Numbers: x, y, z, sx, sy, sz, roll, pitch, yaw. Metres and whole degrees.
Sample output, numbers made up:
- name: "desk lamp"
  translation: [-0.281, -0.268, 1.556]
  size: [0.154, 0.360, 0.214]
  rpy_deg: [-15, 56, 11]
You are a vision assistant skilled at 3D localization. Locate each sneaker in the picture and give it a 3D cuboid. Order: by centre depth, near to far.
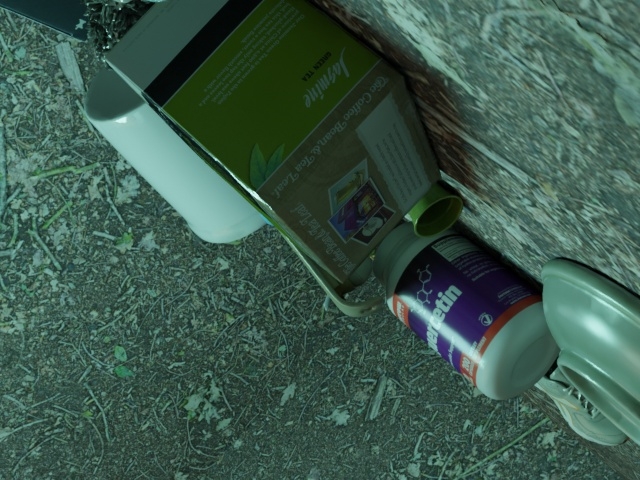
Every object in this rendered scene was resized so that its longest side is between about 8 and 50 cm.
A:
- name: "sneaker"
  translation: [0.480, 0.285, 1.841]
  size: [0.262, 0.099, 0.121]
  rpy_deg: [41, 172, 26]

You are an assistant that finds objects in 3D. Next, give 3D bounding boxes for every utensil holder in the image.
- name: "utensil holder"
  translation: [-0.257, -0.235, 2.049]
  size: [0.385, 0.327, 0.327]
  rpy_deg: [48, 175, -38]

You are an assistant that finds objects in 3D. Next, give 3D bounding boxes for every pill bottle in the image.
- name: "pill bottle"
  translation: [0.234, 0.103, 1.598]
  size: [0.323, 0.181, 0.181]
  rpy_deg: [40, 176, 37]

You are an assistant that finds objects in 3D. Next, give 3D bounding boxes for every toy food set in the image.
- name: "toy food set"
  translation: [0.000, 0.000, 1.670]
  size: [0.306, 0.092, 0.220]
  rpy_deg: [52, 178, 9]

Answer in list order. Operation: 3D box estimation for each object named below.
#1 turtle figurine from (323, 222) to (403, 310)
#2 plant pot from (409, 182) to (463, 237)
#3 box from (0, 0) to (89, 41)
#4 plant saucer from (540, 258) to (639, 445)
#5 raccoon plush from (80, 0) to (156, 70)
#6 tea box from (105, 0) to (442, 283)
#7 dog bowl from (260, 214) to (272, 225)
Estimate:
- name: "turtle figurine"
  translation: [0.053, -0.001, 2.095]
  size: [0.198, 0.274, 0.266]
  rpy_deg: [-17, -100, -57]
- name: "plant pot"
  translation: [0.155, -0.060, 1.433]
  size: [0.079, 0.083, 0.083]
  rpy_deg: [55, -175, 35]
- name: "box"
  translation: [-0.622, -0.605, 1.907]
  size: [0.395, 0.212, 0.293]
  rpy_deg: [42, -165, 33]
- name: "plant saucer"
  translation: [0.414, 0.190, 1.236]
  size: [0.400, 0.100, 0.400]
  rpy_deg: [43, 177, 3]
- name: "raccoon plush"
  translation: [-0.329, -0.435, 1.409]
  size: [0.446, 0.216, 0.299]
  rpy_deg: [41, 169, 42]
- name: "tea box"
  translation: [-0.046, -0.154, 1.265]
  size: [0.323, 0.220, 0.329]
  rpy_deg: [43, 178, 22]
- name: "dog bowl"
  translation: [-0.061, -0.144, 1.937]
  size: [0.074, 0.166, 0.297]
  rpy_deg: [25, 147, 37]
